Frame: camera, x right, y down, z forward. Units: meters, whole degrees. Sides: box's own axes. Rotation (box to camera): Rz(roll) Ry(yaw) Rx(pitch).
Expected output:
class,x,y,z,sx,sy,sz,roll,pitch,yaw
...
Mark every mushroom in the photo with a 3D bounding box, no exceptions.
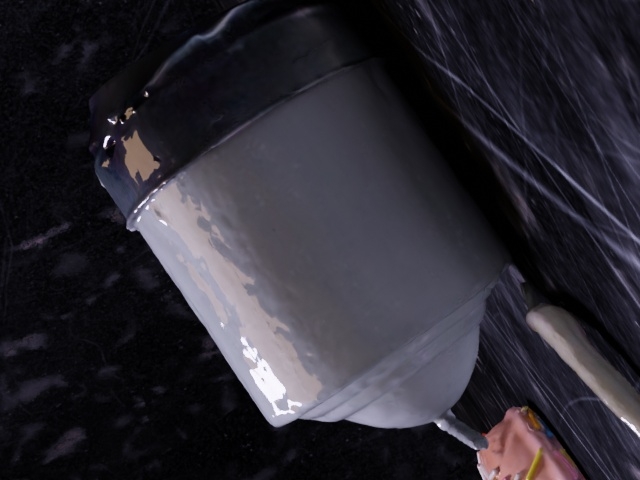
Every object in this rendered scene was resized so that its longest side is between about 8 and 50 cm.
class,x,y,z,sx,sy,sz,roll,pitch,yaw
mushroom,0.168,0.085,0.920,0.306,0.043,0.068,-121,19,-56

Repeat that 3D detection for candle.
class,x,y,z,sx,sy,sz,roll,pitch,yaw
candle,0.000,0.000,1.076,0.342,0.221,0.221,57,179,2

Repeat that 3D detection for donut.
class,x,y,z,sx,sy,sz,roll,pitch,yaw
donut,0.241,0.277,1.592,0.233,0.085,0.199,55,176,39
